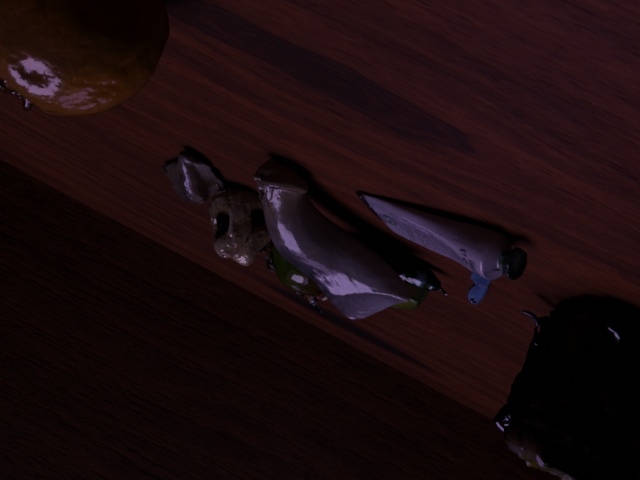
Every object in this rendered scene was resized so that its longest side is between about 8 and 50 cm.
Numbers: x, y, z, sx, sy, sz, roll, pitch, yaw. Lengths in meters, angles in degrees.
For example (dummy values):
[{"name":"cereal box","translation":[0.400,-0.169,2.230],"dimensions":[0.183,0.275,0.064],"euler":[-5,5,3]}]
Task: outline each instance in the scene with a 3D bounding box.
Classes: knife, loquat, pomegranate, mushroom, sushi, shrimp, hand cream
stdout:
[{"name":"knife","translation":[0.318,0.082,1.450],"dimensions":[0.044,0.019,0.313],"euler":[28,166,13]},{"name":"loquat","translation":[-0.309,-0.269,0.914],"dimensions":[0.238,0.238,0.193],"euler":[33,174,-19]},{"name":"pomegranate","translation":[-0.005,0.056,1.710],"dimensions":[0.241,0.159,0.190],"euler":[19,166,27]},{"name":"mushroom","translation":[-0.001,-0.001,1.468],"dimensions":[0.397,0.126,0.177],"euler":[42,143,-21]},{"name":"sushi","translation":[0.471,0.280,1.262],"dimensions":[0.281,0.294,0.299],"euler":[27,169,-9]},{"name":"shrimp","translation":[-0.093,0.073,2.028],"dimensions":[0.287,0.068,0.185],"euler":[60,-177,-47]},{"name":"hand cream","translation":[0.201,-0.010,1.248],"dimensions":[0.336,0.076,0.121],"euler":[25,163,47]}]

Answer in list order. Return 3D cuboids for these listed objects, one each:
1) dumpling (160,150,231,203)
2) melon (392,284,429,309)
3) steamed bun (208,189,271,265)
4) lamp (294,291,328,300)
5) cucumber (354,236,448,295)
[{"name":"dumpling","translation":[-0.312,-0.135,1.793],"dimensions":[0.166,0.086,0.332],"euler":[35,171,-16]},{"name":"melon","translation":[0.184,0.125,1.807],"dimensions":[0.118,0.064,0.209],"euler":[38,163,-19]},{"name":"steamed bun","translation":[-0.190,-0.020,1.745],"dimensions":[0.172,0.155,0.141],"euler":[30,149,-30]},{"name":"lamp","translation":[-0.008,0.096,1.896],"dimensions":[0.118,0.118,0.253],"euler":[24,-179,21]},{"name":"cucumber","translation":[0.165,0.050,1.563],"dimensions":[0.250,0.056,0.056],"euler":[27,168,14]}]
